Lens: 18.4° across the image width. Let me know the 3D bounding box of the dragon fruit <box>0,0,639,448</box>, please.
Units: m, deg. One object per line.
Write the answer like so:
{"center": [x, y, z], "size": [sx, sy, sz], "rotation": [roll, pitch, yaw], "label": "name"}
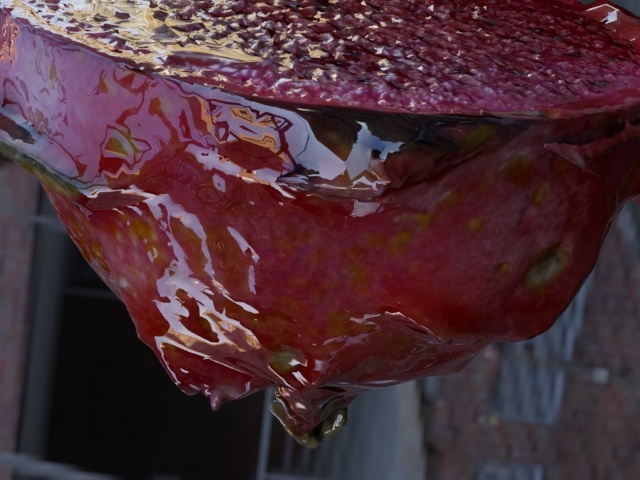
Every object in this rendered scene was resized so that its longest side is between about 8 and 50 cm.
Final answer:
{"center": [0.000, 0.000, 0.423], "size": [0.153, 0.153, 0.110], "rotation": [-97, 10, -69], "label": "dragon fruit"}
